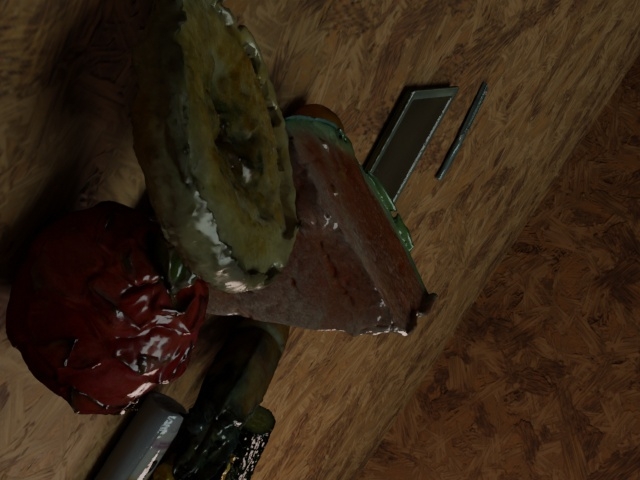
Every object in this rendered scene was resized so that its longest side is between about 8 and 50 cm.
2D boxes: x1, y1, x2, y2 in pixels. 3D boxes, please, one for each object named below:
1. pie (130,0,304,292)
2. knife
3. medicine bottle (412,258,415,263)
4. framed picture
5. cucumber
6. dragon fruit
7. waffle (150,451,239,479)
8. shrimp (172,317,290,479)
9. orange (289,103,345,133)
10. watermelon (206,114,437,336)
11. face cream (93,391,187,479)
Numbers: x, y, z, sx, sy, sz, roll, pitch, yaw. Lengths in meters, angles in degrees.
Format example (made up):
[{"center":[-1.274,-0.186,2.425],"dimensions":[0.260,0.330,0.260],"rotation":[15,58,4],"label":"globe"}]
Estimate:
[{"center":[-0.082,-0.088,0.933],"dimensions":[0.274,0.055,0.274],"rotation":[-12,90,-72],"label":"pie"},{"center":[0.258,-0.195,2.056],"dimensions":[0.028,0.015,0.210],"rotation":[-21,142,-54],"label":"knife"},{"center":[0.108,0.061,1.997],"dimensions":[0.083,0.083,0.203],"rotation":[-61,165,16],"label":"medicine bottle"},{"center":[0.109,-0.114,1.775],"dimensions":[0.293,0.018,0.231],"rotation":[-62,163,19],"label":"framed picture"},{"center":[-0.144,0.391,1.938],"dimensions":[0.067,0.067,0.294],"rotation":[-39,158,-47],"label":"cucumber"},{"center":[-0.185,0.058,0.985],"dimensions":[0.172,0.172,0.209],"rotation":[-28,152,-59],"label":"dragon fruit"},{"center":[-0.202,0.372,1.747],"dimensions":[0.249,0.056,0.253],"rotation":[-57,162,4],"label":"waffle"},{"center":[-0.129,0.236,1.513],"dimensions":[0.445,0.085,0.272],"rotation":[-57,169,-71],"label":"shrimp"},{"center":[-0.010,-0.119,1.322],"dimensions":[0.083,0.070,0.083],"rotation":[-63,178,-3],"label":"orange"},{"center":[-0.015,-0.030,1.226],"dimensions":[0.292,0.319,0.222],"rotation":[-60,160,-76],"label":"watermelon"},{"center":[-0.245,0.291,1.455],"dimensions":[0.198,0.057,0.084],"rotation":[-59,161,6],"label":"face cream"}]
